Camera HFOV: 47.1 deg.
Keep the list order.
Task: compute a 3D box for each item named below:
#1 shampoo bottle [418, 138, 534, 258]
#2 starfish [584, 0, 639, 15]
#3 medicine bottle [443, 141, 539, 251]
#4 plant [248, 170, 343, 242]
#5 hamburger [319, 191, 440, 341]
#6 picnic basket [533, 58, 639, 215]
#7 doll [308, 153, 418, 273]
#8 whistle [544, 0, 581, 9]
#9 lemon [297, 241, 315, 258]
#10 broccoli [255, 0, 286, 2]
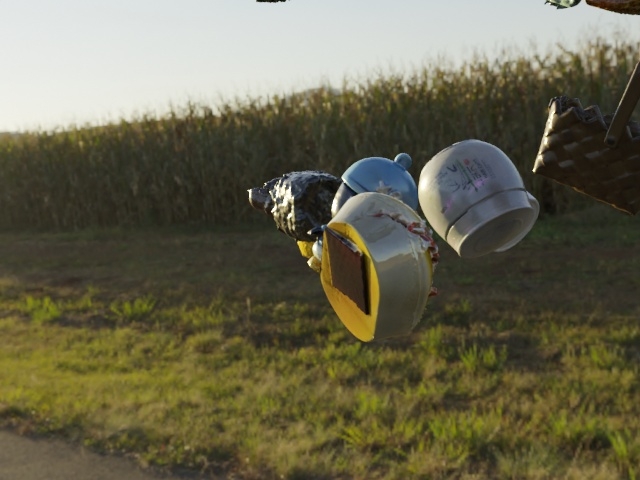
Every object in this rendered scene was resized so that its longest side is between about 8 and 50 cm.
[{"bbox_3d":[0.419,-0.111,1.989,0.273,0.266,0.273,-21,-29,-12],"label":"shampoo bottle"},{"bbox_3d":[0.779,-0.530,1.496,0.398,0.132,0.383,19,-33,-37],"label":"starfish"},{"bbox_3d":[0.513,-0.140,2.354,0.256,0.256,0.325,-11,42,-33],"label":"medicine bottle"},{"bbox_3d":[-0.034,-0.083,1.800,0.204,0.178,0.234,-11,6,-28],"label":"plant"},{"bbox_3d":[0.105,0.050,1.339,0.151,0.295,0.227,-30,57,-24],"label":"hamburger"},{"bbox_3d":[0.641,-0.246,1.594,0.291,0.321,0.254,27,24,19],"label":"picnic basket"},{"bbox_3d":[0.097,-0.052,1.569,0.177,0.314,0.141,31,9,-12],"label":"doll"},{"bbox_3d":[0.417,-0.606,1.551,0.348,0.189,0.189,38,26,18],"label":"whistle"},{"bbox_3d":[0.000,0.000,1.957,0.155,0.114,0.114,-1,9,45],"label":"lemon"},{"bbox_3d":[-0.087,-0.723,1.837,0.177,0.275,0.198,34,17,-34],"label":"broccoli"}]
